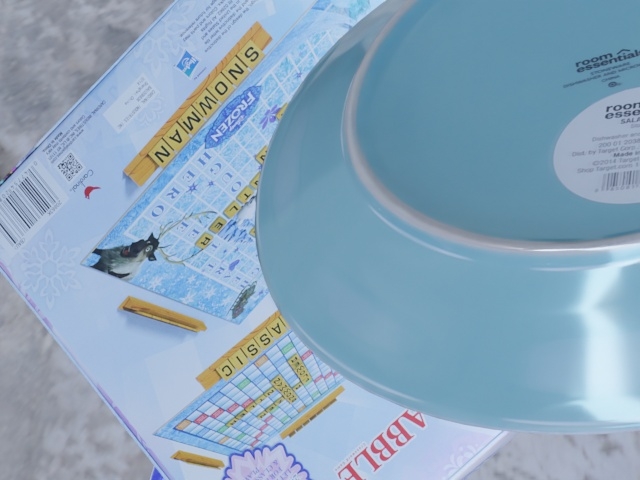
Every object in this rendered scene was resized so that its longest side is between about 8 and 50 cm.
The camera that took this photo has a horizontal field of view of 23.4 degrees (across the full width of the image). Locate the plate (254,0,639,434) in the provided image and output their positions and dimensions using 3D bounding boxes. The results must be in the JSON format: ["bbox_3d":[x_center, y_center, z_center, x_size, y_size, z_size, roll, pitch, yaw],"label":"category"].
[{"bbox_3d":[0.069,-0.036,0.360,0.188,0.188,0.024,-16,131,10],"label":"plate"}]

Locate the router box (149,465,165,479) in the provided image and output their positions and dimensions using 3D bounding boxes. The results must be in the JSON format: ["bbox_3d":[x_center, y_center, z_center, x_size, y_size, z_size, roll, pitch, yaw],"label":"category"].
[{"bbox_3d":[-0.076,0.243,1.176,0.082,0.301,0.335,16,89,9],"label":"router box"}]

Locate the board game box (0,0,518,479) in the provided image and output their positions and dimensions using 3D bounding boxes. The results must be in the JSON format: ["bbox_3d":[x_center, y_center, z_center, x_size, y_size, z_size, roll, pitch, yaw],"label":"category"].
[{"bbox_3d":[0.000,0.000,0.895,0.318,0.066,0.318,-43,77,14],"label":"board game box"}]
